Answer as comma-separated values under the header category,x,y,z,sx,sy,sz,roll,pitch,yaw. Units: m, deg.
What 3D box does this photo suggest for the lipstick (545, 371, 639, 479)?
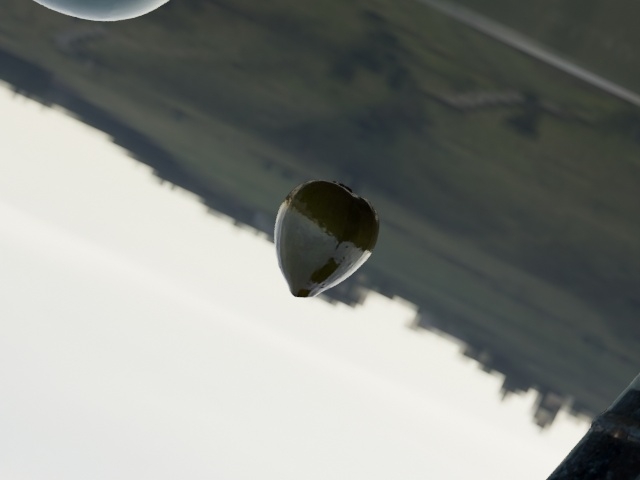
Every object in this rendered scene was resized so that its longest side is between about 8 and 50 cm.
category,x,y,z,sx,sy,sz,roll,pitch,yaw
lipstick,0.223,0.126,1.227,0.077,0.290,0.076,18,148,54

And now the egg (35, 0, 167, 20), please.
category,x,y,z,sx,sy,sz,roll,pitch,yaw
egg,-0.176,-0.284,1.341,0.282,0.203,0.203,65,-169,2

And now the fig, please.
category,x,y,z,sx,sy,sz,roll,pitch,yaw
fig,0.000,0.000,1.405,0.074,0.088,0.074,23,-176,-2
